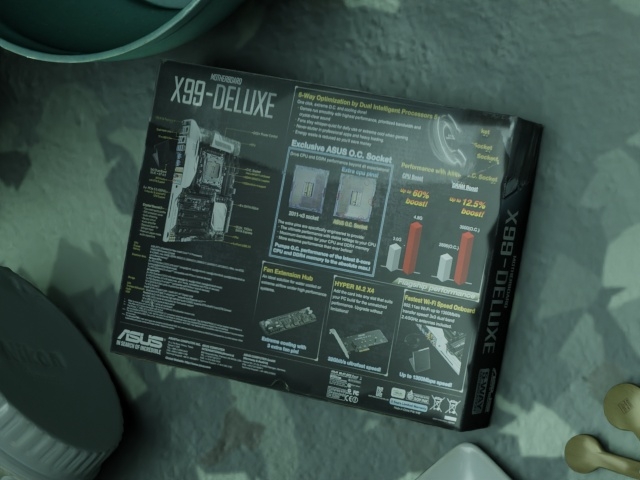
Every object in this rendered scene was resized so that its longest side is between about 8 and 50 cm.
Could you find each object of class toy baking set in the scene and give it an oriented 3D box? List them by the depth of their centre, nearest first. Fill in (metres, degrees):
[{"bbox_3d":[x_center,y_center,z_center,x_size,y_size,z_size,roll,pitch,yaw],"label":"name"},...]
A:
[{"bbox_3d":[0.282,0.208,1.445,0.197,0.030,0.256,-7,85,25],"label":"toy baking set"}]

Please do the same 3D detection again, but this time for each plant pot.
[{"bbox_3d":[-0.143,-0.276,1.540,0.293,0.196,0.293,0,89,22],"label":"plant pot"}]

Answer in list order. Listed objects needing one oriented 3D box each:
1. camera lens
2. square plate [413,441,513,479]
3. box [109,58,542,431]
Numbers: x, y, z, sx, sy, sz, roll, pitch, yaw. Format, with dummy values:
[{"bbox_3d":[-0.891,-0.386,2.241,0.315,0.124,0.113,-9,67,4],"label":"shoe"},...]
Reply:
[{"bbox_3d":[-0.324,0.174,1.586,0.274,0.219,0.219,-40,75,16],"label":"camera lens"},{"bbox_3d":[0.095,0.370,1.411,0.344,0.049,0.347,-38,63,-14],"label":"square plate"},{"bbox_3d":[0.000,0.000,1.537,0.307,0.076,0.242,10,92,22],"label":"box"}]
